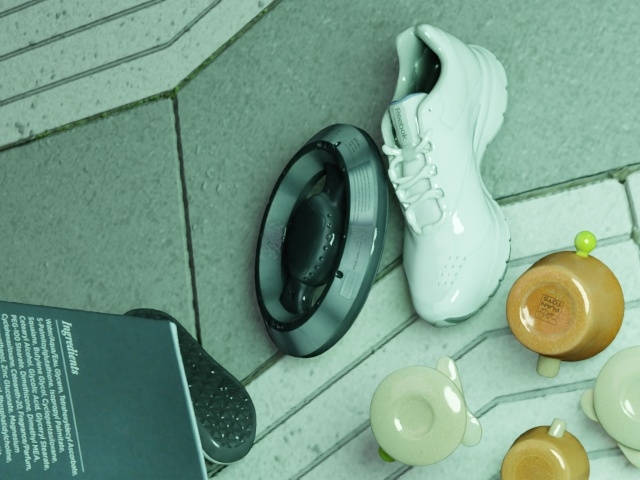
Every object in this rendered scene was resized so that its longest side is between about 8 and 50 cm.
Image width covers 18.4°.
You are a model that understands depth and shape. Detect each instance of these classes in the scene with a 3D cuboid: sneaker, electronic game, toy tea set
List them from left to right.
[{"bbox_3d":[-0.141,0.163,1.978,0.235,0.084,0.097,50,128,44],"label":"sneaker"},{"bbox_3d":[0.000,0.000,1.900,0.229,0.048,0.229,-37,46,52],"label":"electronic game"},{"bbox_3d":[0.101,-0.063,1.824,0.111,0.129,0.297,-17,61,31],"label":"sneaker"},{"bbox_3d":[0.167,0.154,1.698,0.336,0.124,0.200,-39,78,16],"label":"toy tea set"}]

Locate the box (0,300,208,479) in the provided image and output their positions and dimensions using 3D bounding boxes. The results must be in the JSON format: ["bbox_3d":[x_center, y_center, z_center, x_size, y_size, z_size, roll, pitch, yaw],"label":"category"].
[{"bbox_3d":[-0.352,0.217,1.843,0.293,0.395,0.212,-53,41,41],"label":"box"}]
